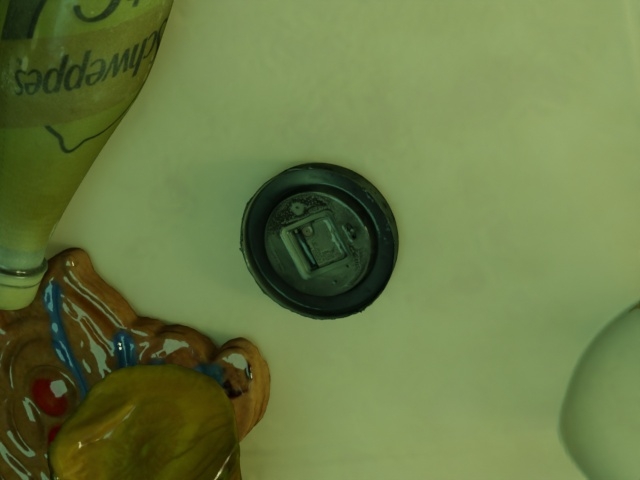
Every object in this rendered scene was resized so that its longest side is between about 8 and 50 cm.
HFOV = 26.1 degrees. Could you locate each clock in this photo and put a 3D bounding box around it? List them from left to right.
[{"bbox_3d":[0.000,0.000,0.713,0.085,0.017,0.085,6,112,16],"label":"clock"}]

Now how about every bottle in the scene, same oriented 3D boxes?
[{"bbox_3d":[-0.127,-0.083,0.687,0.083,0.083,0.270,24,116,8],"label":"bottle"}]

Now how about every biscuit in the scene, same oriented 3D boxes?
[{"bbox_3d":[-0.159,0.099,0.797,0.280,0.043,0.183,-11,104,18],"label":"biscuit"}]

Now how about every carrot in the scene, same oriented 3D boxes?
[{"bbox_3d":[-0.083,0.220,0.759,0.114,0.114,0.302,7,121,16],"label":"carrot"}]
